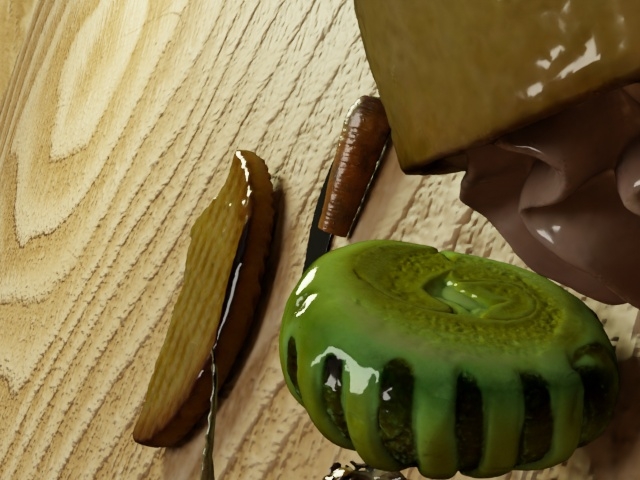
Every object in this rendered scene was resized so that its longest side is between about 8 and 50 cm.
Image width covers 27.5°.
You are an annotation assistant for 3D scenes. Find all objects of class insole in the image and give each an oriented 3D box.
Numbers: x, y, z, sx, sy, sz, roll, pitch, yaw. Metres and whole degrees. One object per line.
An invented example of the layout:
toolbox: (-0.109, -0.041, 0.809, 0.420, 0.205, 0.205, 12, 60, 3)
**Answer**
insole: (0.000, 0.000, 0.881, 0.045, 0.002, 0.135, -24, 49, 62)

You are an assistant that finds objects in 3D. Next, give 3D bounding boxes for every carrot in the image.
carrot: (0.022, -0.049, 0.841, 0.093, 0.032, 0.032, -71, 22, 4)

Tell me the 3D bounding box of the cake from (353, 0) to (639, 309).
cake: (0.124, -0.061, 0.448, 0.207, 0.178, 0.185, -30, -6, 21)

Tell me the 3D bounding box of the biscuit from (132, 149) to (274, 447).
biscuit: (-0.089, 0.055, 1.002, 0.228, 0.031, 0.176, -61, 23, 24)

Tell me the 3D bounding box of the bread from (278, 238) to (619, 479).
bread: (0.052, 0.051, 0.549, 0.130, 0.139, 0.071, -105, 20, -66)

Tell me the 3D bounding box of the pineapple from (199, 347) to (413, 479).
pineapple: (-0.042, 0.239, 0.560, 0.334, 0.158, 0.161, -60, 24, 20)
